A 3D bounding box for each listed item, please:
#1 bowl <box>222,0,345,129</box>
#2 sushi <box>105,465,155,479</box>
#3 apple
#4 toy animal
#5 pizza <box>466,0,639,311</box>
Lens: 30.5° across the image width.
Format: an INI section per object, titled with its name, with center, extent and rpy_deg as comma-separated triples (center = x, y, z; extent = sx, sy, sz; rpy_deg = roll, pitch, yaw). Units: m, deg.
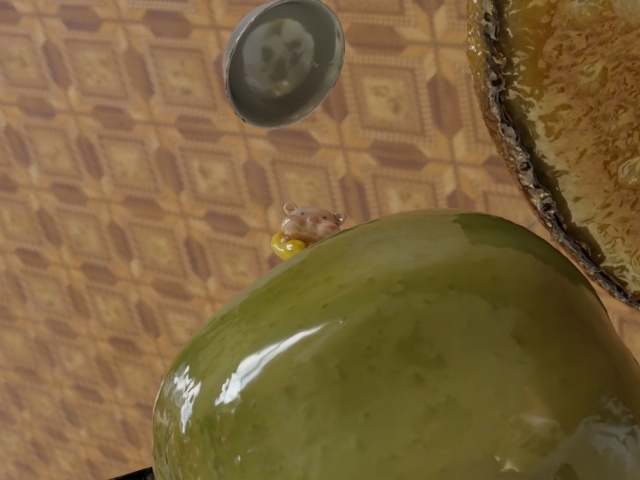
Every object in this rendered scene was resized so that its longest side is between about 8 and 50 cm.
[bowl]
center = -0.067, -0.249, 1.565
extent = 0.086, 0.189, 0.189
rpy_deg = 39, 146, 41
[sushi]
center = -0.267, 0.338, 1.558
extent = 0.192, 0.215, 0.050
rpy_deg = 138, 116, -71
[apple]
center = 0.052, 0.151, 0.859
extent = 0.320, 0.360, 0.312
rpy_deg = -129, 15, -81
[toy animal]
center = 0.000, 0.000, 1.401
extent = 0.114, 0.091, 0.082
rpy_deg = 26, 96, -2
[pizza]
center = 0.286, -0.164, 1.090
extent = 0.392, 0.080, 0.435
rpy_deg = 22, 110, -21
